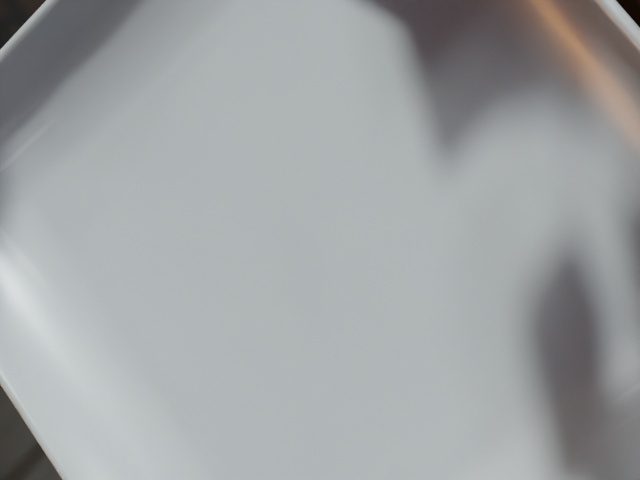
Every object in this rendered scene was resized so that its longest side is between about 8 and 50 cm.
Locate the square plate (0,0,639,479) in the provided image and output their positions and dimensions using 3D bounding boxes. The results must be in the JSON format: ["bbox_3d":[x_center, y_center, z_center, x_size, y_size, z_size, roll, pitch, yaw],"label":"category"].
[{"bbox_3d":[0.000,0.000,0.702,0.344,0.347,0.049,-42,-16,22],"label":"square plate"}]
